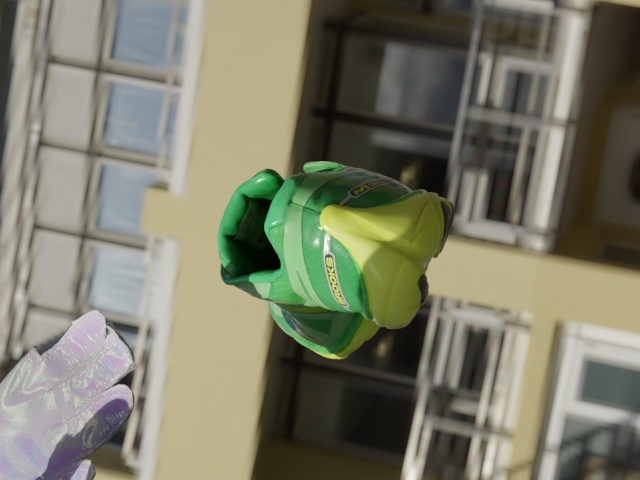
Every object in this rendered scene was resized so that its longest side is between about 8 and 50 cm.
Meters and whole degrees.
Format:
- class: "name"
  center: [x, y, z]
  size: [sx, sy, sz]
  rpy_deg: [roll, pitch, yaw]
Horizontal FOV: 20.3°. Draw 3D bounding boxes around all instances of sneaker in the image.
- class: "sneaker"
  center: [0.000, 0.000, 1.106]
  size: [0.295, 0.124, 0.109]
  rpy_deg: [133, 161, -77]

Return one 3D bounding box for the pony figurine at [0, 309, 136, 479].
- class: "pony figurine"
  center: [-0.185, 0.246, 0.957]
  size: [0.351, 0.303, 0.363]
  rpy_deg: [-45, -19, 14]
